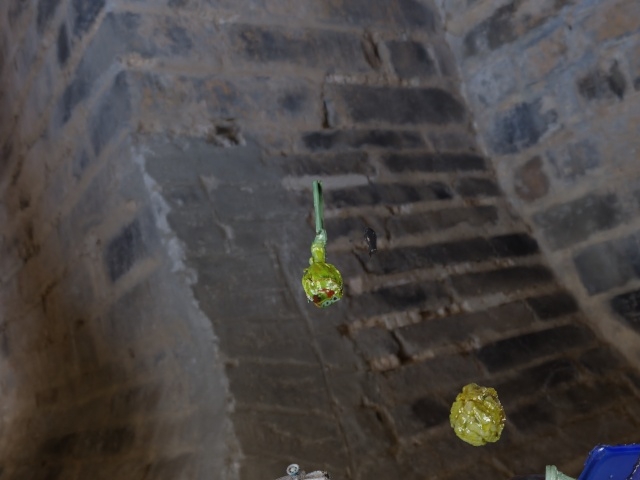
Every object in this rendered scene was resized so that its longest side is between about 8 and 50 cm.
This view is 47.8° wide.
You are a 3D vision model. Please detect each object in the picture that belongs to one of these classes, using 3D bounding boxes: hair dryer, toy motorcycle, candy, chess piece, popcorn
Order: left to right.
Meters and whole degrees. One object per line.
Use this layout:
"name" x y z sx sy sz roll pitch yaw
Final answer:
"toy motorcycle" -0.085 0.732 2.016 0.260 0.110 0.171 -17 -149 5
"candy" -0.002 0.001 1.332 0.073 0.262 0.077 3 151 -12
"hair dryer" 0.119 0.018 1.671 0.031 0.079 0.083 -9 135 -1
"popcorn" 0.307 0.338 1.389 0.116 0.106 0.121 -48 180 -15
"chess piece" 0.507 0.494 1.457 0.103 0.067 0.067 3 176 18

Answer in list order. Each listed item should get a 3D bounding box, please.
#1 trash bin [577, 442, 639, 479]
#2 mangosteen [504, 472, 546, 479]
"trash bin" 0.518 0.427 1.108 0.184 0.234 0.162 -44 -177 -30
"mangosteen" 0.468 0.722 1.547 0.380 0.422 0.381 9 -178 0
